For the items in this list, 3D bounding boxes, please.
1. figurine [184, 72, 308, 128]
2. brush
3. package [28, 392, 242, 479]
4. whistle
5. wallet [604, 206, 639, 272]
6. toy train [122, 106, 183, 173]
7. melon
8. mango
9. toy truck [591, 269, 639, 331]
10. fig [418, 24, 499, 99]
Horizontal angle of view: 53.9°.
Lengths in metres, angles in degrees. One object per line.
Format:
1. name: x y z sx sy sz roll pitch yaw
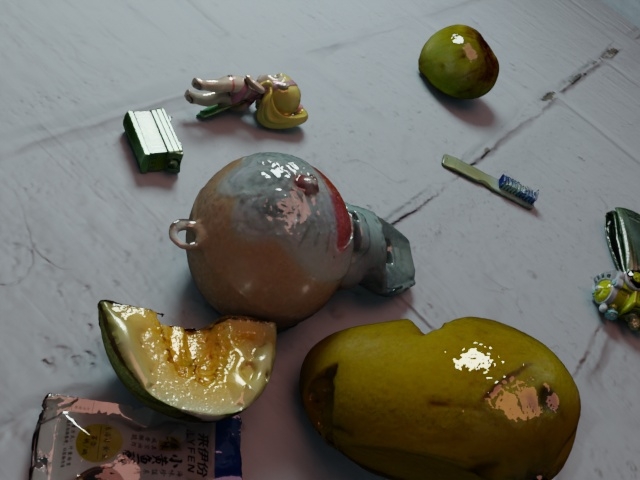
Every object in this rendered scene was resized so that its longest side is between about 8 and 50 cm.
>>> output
1. figurine: -0.098 -0.195 0.876 0.187 0.083 0.083 -6 54 -43
2. brush: 0.285 -0.103 1.047 0.179 0.030 0.033 25 52 -9
3. package: -0.141 0.206 0.493 0.173 0.027 0.171 11 46 -22
4. whistle: 0.000 0.000 0.683 0.348 0.189 0.189 6 47 -41
5. wallet: 0.604 0.043 1.087 0.236 0.055 0.160 21 49 -14
6. toy train: -0.202 -0.121 0.763 0.056 0.038 0.093 -10 57 -30
7. melon: -0.118 0.114 0.544 0.160 0.079 0.128 13 34 -27
8. mango: 0.093 0.139 0.566 0.262 0.130 0.167 0 35 27
9. toy truck: 0.456 0.093 0.938 0.111 0.076 0.077 26 62 -6
10. fig: 0.265 -0.335 1.187 0.153 0.120 0.136 42 38 12
